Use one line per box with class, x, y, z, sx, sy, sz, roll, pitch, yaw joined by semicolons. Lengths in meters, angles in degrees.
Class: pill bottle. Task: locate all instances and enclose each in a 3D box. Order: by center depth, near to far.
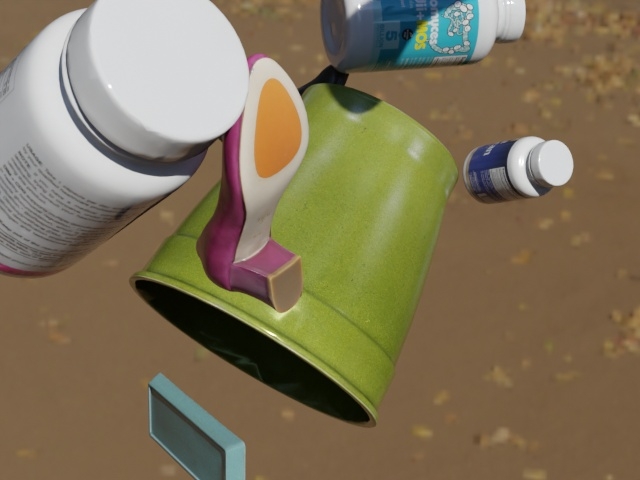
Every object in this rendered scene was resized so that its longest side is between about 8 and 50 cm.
pill bottle;-0.186;-0.085;1.179;0.160;0.160;0.283;-27;-2;-41
pill bottle;0.141;-0.308;2.026;0.264;0.146;0.146;-7;29;-17
pill bottle;0.304;-0.109;2.276;0.094;0.094;0.169;-20;7;-34

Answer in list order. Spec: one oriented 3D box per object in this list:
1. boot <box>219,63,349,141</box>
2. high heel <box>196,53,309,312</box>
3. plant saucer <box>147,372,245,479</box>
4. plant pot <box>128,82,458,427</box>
boot;-0.060;-0.190;2.085;0.106;0.219;0.082;37;22;-20
high heel;-0.071;-0.057;1.227;0.117;0.244;0.082;28;52;35
plant saucer;-0.114;0.179;1.323;0.018;0.067;0.192;-7;17;-26
plant pot;0.000;0.000;1.936;0.366;0.366;0.353;22;74;34
